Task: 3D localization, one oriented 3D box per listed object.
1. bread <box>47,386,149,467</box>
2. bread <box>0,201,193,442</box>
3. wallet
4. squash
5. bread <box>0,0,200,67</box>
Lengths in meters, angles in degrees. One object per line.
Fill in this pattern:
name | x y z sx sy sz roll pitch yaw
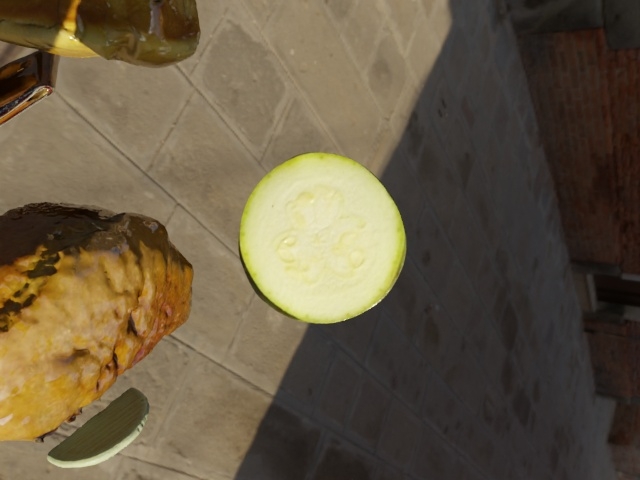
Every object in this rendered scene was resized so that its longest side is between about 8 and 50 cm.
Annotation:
bread | -0.376 0.348 1.026 0.193 0.112 0.036 -40 127 -43
bread | -0.197 0.036 0.462 0.260 0.129 0.134 -40 149 -69
wallet | -0.530 -0.248 0.970 0.042 0.196 0.161 60 6 -46
squash | 0.000 0.000 0.842 0.049 0.252 0.252 -10 106 -76
bread | -0.321 -0.317 0.781 0.167 0.295 0.132 -50 151 -76
